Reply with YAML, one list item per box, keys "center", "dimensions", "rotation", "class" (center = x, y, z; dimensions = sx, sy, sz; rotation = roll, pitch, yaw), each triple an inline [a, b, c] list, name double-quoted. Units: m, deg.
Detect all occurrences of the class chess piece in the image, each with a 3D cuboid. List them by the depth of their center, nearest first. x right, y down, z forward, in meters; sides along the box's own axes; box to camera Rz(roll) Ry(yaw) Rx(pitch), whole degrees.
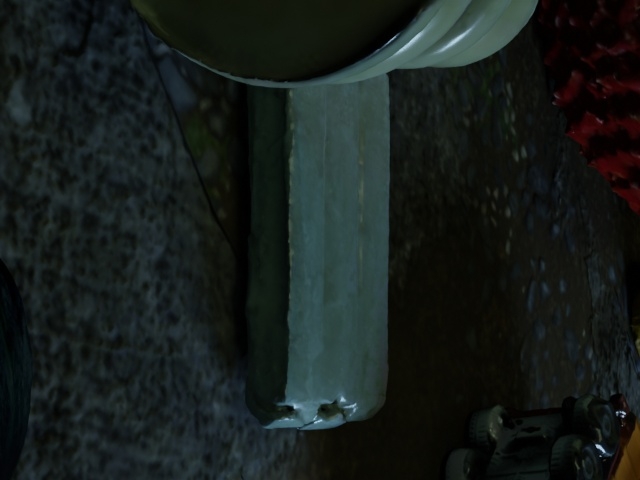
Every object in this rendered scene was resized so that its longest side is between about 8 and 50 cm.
- center: [0.036, -0.164, 0.736]
  dimensions: [0.330, 0.182, 0.182]
  rotation: [-9, 93, -69]
  class: "chess piece"

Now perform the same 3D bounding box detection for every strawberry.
- center: [0.296, -0.172, 1.114]
  dimensions: [0.351, 0.267, 0.312]
  rotation: [47, 10, -2]
  class: "strawberry"

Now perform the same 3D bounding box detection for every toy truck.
- center: [0.138, 0.201, 0.900]
  dimensions: [0.270, 0.114, 0.135]
  rotation: [-50, 121, -51]
  class: "toy truck"

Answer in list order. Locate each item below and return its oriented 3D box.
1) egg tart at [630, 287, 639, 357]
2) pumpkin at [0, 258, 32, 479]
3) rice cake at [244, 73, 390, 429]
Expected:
- center: [0.311, 0.073, 1.243]
  dimensions: [0.129, 0.049, 0.129]
  rotation: [30, 55, -55]
  class: "egg tart"
- center: [-0.159, 0.073, 0.404]
  dimensions: [0.150, 0.194, 0.194]
  rotation: [11, 74, -27]
  class: "pumpkin"
- center: [0.000, 0.000, 0.782]
  dimensions: [0.124, 0.038, 0.211]
  rotation: [5, 81, -57]
  class: "rice cake"
